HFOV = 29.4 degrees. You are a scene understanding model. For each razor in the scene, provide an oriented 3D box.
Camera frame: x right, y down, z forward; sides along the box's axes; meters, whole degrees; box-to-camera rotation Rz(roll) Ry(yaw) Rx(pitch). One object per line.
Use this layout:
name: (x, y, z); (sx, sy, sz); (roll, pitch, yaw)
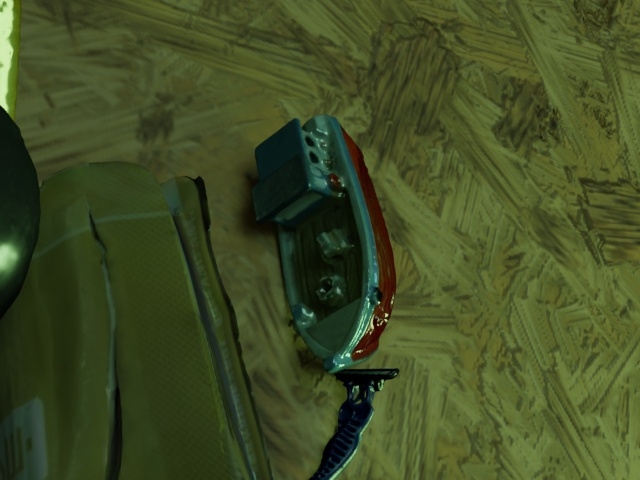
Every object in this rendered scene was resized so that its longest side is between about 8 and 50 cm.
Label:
razor: (-0.003, 0.127, 0.670); (0.154, 0.044, 0.028); (-50, 121, -41)

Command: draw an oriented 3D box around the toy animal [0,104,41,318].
toy animal: (-0.224, -0.007, 0.343); (0.168, 0.106, 0.343); (56, 30, 4)

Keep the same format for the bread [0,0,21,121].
bread: (-0.215, -0.137, 0.471); (0.233, 0.361, 0.245); (-18, 72, -41)

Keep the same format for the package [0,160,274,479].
package: (-0.088, 0.127, 0.458); (0.221, 0.165, 0.311); (-3, 57, -22)

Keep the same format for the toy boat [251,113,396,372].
toy boat: (0.000, 0.000, 0.724); (0.059, 0.069, 0.173); (16, 53, -44)
